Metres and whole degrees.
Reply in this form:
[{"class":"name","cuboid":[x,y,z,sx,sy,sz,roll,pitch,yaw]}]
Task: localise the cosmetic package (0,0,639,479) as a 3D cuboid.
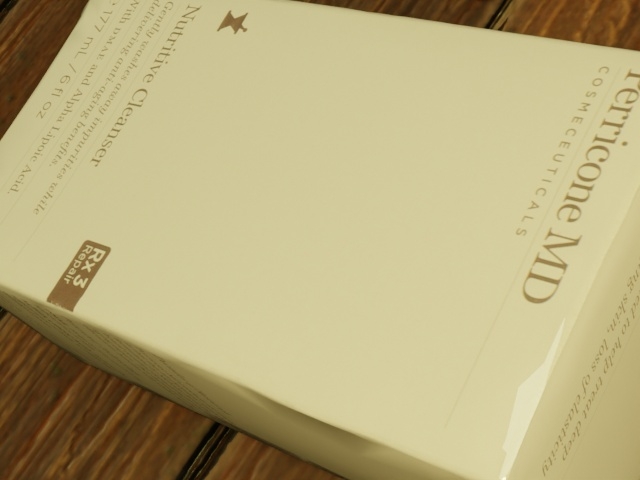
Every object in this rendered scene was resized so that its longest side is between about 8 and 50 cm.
[{"class":"cosmetic package","cuboid":[0.000,0.000,0.608,0.385,0.156,0.217,14,68,36]}]
